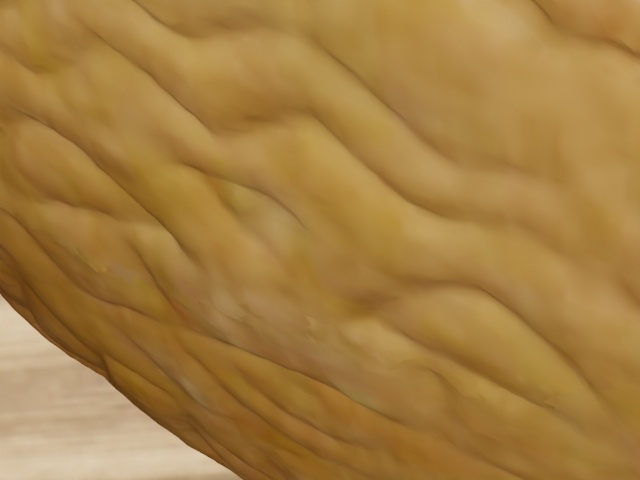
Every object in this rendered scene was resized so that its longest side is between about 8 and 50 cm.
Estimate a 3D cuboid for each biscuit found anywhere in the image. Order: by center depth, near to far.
[{"bbox_3d":[-0.001,0.002,0.492,0.385,0.062,0.365,20,151,30],"label":"biscuit"}]
